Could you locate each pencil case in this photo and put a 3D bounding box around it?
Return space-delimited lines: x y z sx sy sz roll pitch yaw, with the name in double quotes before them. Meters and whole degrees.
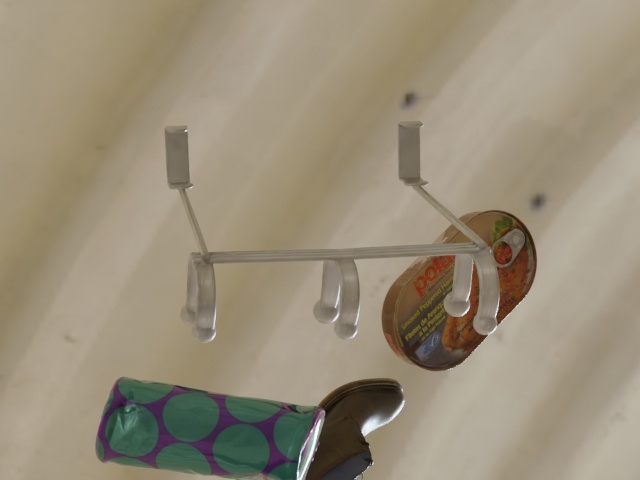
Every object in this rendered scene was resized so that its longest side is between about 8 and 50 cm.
"pencil case" -0.076 0.135 1.163 0.070 0.151 0.064 80 -161 -70

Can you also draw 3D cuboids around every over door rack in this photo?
"over door rack" 0.000 0.000 1.399 0.239 0.324 0.108 -1 -66 -8

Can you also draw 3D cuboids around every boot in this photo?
"boot" 0.021 0.206 1.601 0.219 0.106 0.082 -21 -38 -38

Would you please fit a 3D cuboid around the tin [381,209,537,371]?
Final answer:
"tin" 0.138 0.048 1.689 0.189 0.040 0.106 -43 -65 -20
